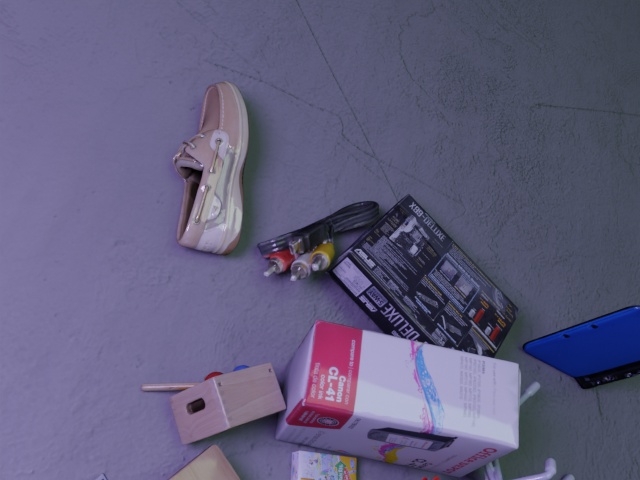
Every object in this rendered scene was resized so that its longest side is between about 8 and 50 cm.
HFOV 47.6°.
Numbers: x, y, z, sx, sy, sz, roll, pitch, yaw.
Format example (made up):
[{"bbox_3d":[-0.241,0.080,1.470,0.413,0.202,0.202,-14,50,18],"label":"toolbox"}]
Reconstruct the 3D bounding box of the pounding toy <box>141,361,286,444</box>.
[{"bbox_3d":[-0.153,0.222,1.026,0.130,0.141,0.100,-5,72,-49],"label":"pounding toy"}]

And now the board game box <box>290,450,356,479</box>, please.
[{"bbox_3d":[0.004,0.403,1.095,0.103,0.026,0.154,15,62,-26],"label":"board game box"}]

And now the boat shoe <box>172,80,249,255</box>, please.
[{"bbox_3d":[-0.182,-0.128,1.167,0.098,0.109,0.302,11,70,-30],"label":"boat shoe"}]

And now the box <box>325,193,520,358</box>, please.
[{"bbox_3d":[0.189,0.090,1.275,0.307,0.076,0.242,46,41,2],"label":"box"}]

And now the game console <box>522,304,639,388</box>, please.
[{"bbox_3d":[0.590,0.168,1.402,0.250,0.293,0.173,-37,91,-38],"label":"game console"}]

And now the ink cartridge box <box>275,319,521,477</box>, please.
[{"bbox_3d":[0.105,0.239,1.061,0.306,0.226,0.131,14,60,-6],"label":"ink cartridge box"}]

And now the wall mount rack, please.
[{"bbox_3d":[0.364,0.413,1.234,0.304,0.130,0.350,-58,128,-73],"label":"wall mount rack"}]

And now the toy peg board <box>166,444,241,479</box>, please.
[{"bbox_3d":[-0.169,0.388,0.962,0.160,0.079,0.161,-33,88,-36],"label":"toy peg board"}]

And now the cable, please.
[{"bbox_3d":[0.000,0.000,1.247,0.287,0.139,0.072,-29,111,-57],"label":"cable"}]

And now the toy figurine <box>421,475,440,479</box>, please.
[{"bbox_3d":[0.142,0.549,1.018,0.362,0.191,0.217,-48,113,-27],"label":"toy figurine"}]

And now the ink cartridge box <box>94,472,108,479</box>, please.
[{"bbox_3d":[-0.258,0.405,0.864,0.045,0.208,0.206,-34,88,5],"label":"ink cartridge box"}]
